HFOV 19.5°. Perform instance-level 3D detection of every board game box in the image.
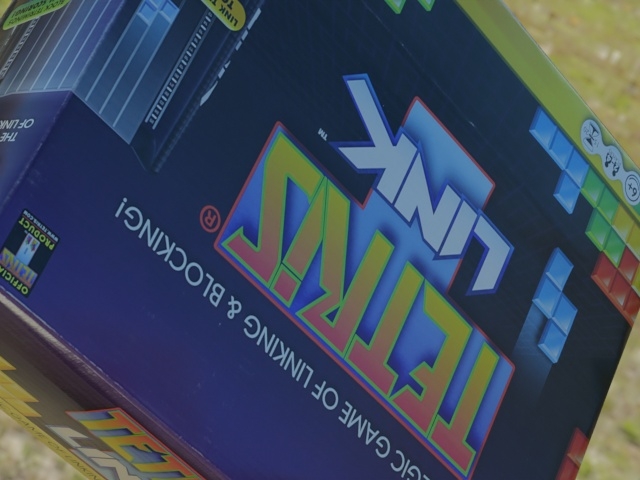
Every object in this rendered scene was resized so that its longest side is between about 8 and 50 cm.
[{"bbox_3d":[0.000,0.000,0.414,0.048,0.141,0.170,-7,-41,44],"label":"board game box"}]
